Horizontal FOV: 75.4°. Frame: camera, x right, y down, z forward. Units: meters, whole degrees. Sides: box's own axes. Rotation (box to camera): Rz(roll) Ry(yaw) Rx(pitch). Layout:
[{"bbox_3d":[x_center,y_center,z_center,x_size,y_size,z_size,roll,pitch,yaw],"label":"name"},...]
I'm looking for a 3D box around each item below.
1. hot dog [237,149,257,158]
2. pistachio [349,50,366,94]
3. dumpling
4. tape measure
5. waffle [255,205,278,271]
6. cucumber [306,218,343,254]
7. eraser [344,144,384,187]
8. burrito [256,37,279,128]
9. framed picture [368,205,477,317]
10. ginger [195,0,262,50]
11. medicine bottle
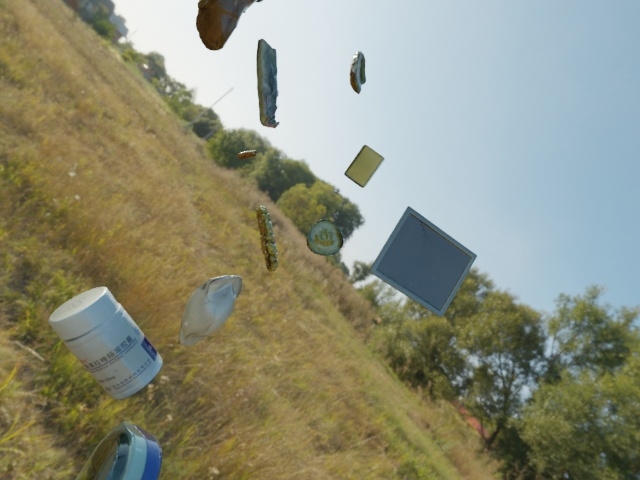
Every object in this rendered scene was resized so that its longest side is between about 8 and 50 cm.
[{"bbox_3d":[-0.381,-0.448,2.148,0.049,0.122,0.036,4,80,-63],"label":"hot dog"},{"bbox_3d":[0.120,-0.557,1.393,0.049,0.172,0.089,-3,-27,27],"label":"pistachio"},{"bbox_3d":[-0.451,0.293,1.759,0.181,0.340,0.260,11,5,27],"label":"dumpling"},{"bbox_3d":[-0.587,0.682,1.186,0.138,0.259,0.262,39,-23,-29],"label":"tape measure"},{"bbox_3d":[-0.238,-0.005,1.845,0.281,0.058,0.300,170,-91,-77],"label":"waffle"},{"bbox_3d":[0.003,0.002,1.566,0.134,0.134,0.244,47,-9,-3],"label":"cucumber"},{"bbox_3d":[0.204,-0.344,1.926,0.117,0.172,0.058,37,13,9],"label":"eraser"},{"bbox_3d":[-0.190,-0.556,1.476,0.096,0.066,0.309,-7,95,-65],"label":"burrito"},{"bbox_3d":[0.314,0.068,1.256,0.296,0.232,0.019,34,-4,-17],"label":"framed picture"},{"bbox_3d":[-0.299,-0.775,1.333,0.172,0.321,0.165,46,-10,-38],"label":"ginger"},{"bbox_3d":[-0.679,0.324,1.326,0.332,0.190,0.190,62,-7,-21],"label":"medicine bottle"}]
